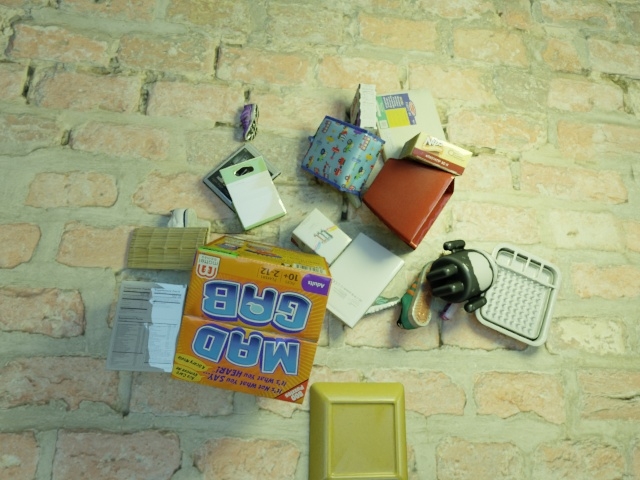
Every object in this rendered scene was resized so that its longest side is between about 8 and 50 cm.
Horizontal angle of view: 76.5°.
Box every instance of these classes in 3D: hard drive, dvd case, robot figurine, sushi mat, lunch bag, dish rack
[{"bbox_3d":[0.130,0.138,1.466,0.203,0.040,0.307,36,72,21],"label":"hard drive"},{"bbox_3d":[-0.299,-0.243,1.551,0.179,0.029,0.239,44,74,6],"label":"dvd case"},{"bbox_3d":[0.497,0.120,1.414,0.279,0.174,0.208,-10,118,-37],"label":"robot figurine"},{"bbox_3d":[-0.525,0.026,1.387,0.317,0.019,0.151,0,75,20],"label":"sushi mat"},{"bbox_3d":[0.053,-0.329,1.502,0.293,0.138,0.220,34,105,34],"label":"lunch bag"},{"bbox_3d":[0.733,0.203,1.533,0.286,0.072,0.332,24,73,-1],"label":"dish rack"}]

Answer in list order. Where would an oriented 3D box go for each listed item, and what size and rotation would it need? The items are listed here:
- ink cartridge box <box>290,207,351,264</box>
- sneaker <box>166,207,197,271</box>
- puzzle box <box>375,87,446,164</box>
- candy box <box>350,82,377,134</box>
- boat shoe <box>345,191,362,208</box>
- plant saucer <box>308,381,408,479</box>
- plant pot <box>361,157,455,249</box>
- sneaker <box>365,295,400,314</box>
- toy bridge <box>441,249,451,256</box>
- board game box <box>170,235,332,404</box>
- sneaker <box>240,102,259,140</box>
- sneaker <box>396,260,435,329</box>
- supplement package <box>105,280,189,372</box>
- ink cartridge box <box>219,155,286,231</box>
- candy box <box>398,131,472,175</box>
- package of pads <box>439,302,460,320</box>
[{"bbox_3d":[0.000,0.000,1.469,0.176,0.128,0.127,42,74,4],"label":"ink cartridge box"},{"bbox_3d":[-0.502,-0.002,1.441,0.095,0.090,0.234,0,72,9],"label":"sneaker"},{"bbox_3d":[0.371,-0.429,1.672,0.273,0.052,0.408,-10,76,-9],"label":"puzzle box"},{"bbox_3d":[0.168,-0.487,1.604,0.070,0.165,0.196,3,74,-7],"label":"candy box"},{"bbox_3d":[0.123,-0.229,1.574,0.070,0.077,0.219,-19,76,-11],"label":"boat shoe"},{"bbox_3d":[0.132,0.643,1.334,0.334,0.081,0.332,2,74,-6],"label":"plant saucer"},{"bbox_3d":[0.307,-0.147,1.465,0.236,0.267,0.267,34,95,18],"label":"plant pot"},{"bbox_3d":[0.205,0.218,1.470,0.167,0.065,0.076,-13,73,-12],"label":"sneaker"},{"bbox_3d":[0.500,0.126,1.548,0.063,0.026,0.188,-18,79,-11],"label":"toy bridge"},{"bbox_3d":[-0.185,0.208,1.218,0.357,0.356,0.355,12,96,-3],"label":"board game box"},{"bbox_3d":[-0.287,-0.465,1.606,0.071,0.068,0.169,1,65,9],"label":"sneaker"},{"bbox_3d":[0.356,0.195,1.476,0.108,0.121,0.302,44,52,-10],"label":"sneaker"},{"bbox_3d":[-0.523,0.277,1.291,0.198,0.199,0.262,5,74,-6],"label":"supplement package"},{"bbox_3d":[-0.248,-0.171,1.494,0.171,0.056,0.234,-24,89,-18],"label":"ink cartridge box"},{"bbox_3d":[0.393,-0.296,1.446,0.183,0.316,0.087,23,97,0],"label":"candy box"},{"bbox_3d":[0.478,0.255,1.497,0.032,0.050,0.083,40,73,5],"label":"package of pads"}]
